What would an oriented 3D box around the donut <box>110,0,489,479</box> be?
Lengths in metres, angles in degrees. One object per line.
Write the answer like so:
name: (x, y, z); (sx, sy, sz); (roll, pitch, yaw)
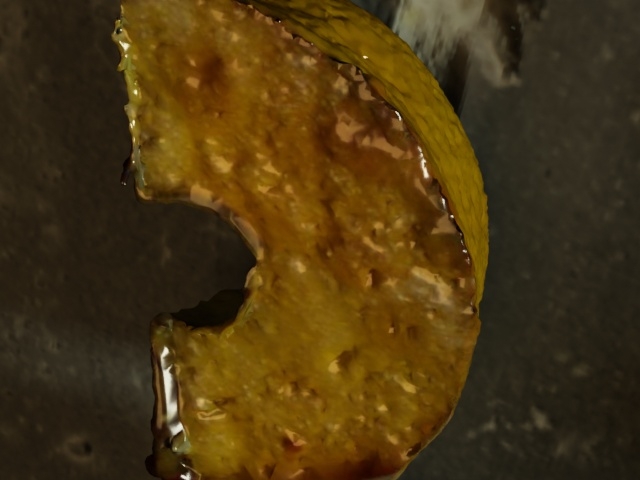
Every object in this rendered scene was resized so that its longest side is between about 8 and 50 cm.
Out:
donut: (0.004, 0.005, 0.794); (0.152, 0.101, 0.259); (12, 121, 20)
